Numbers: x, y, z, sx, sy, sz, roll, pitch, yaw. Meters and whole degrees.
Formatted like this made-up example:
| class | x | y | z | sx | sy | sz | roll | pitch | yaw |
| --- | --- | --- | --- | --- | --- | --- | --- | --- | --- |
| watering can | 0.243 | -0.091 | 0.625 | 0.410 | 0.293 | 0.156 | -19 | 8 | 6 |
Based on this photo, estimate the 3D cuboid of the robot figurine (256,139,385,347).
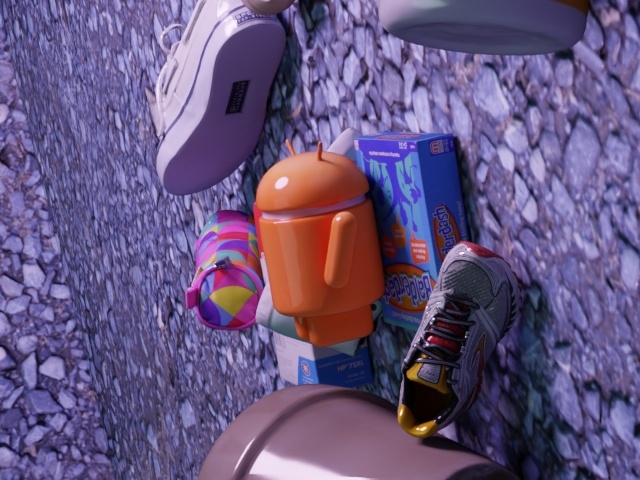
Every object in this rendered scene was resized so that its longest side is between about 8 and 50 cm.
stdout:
| class | x | y | z | sx | sy | sz | roll | pitch | yaw |
| --- | --- | --- | --- | --- | --- | --- | --- | --- | --- |
| robot figurine | 0.001 | 0.000 | 1.720 | 0.158 | 0.128 | 0.219 | -33 | -65 | -68 |

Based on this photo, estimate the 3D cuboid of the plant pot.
| class | x | y | z | sx | sy | sz | roll | pitch | yaw |
| --- | --- | --- | --- | --- | --- | --- | --- | --- | --- |
| plant pot | 0.068 | 0.313 | 1.673 | 0.280 | 0.323 | 0.323 | -4 | 99 | 53 |

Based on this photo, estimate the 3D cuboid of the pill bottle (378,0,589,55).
| class | x | y | z | sx | sy | sz | roll | pitch | yaw |
| --- | --- | --- | --- | --- | --- | --- | --- | --- | --- |
| pill bottle | 0.134 | -0.290 | 1.230 | 0.162 | 0.162 | 0.278 | 177 | 98 | -69 |

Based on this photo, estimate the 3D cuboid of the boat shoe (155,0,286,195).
| class | x | y | z | sx | sy | sz | roll | pitch | yaw |
| --- | --- | --- | --- | --- | --- | --- | --- | --- | --- |
| boat shoe | -0.155 | -0.217 | 2.109 | 0.156 | 0.136 | 0.367 | 65 | 153 | 28 |

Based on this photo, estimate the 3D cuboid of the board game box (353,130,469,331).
| class | x | y | z | sx | sy | sz | roll | pitch | yaw |
| --- | --- | --- | --- | --- | --- | --- | --- | --- | --- |
| board game box | 0.102 | -0.009 | 1.700 | 0.160 | 0.047 | 0.210 | -170 | 68 | -67 |

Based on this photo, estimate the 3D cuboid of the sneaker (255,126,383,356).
| class | x | y | z | sx | sy | sz | roll | pitch | yaw |
| --- | --- | --- | --- | --- | --- | --- | --- | --- | --- |
| sneaker | 0.039 | 0.007 | 1.845 | 0.094 | 0.151 | 0.256 | -34 | -34 | -75 |

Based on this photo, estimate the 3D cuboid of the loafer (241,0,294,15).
| class | x | y | z | sx | sy | sz | roll | pitch | yaw |
| --- | --- | --- | --- | --- | --- | --- | --- | --- | --- |
| loafer | -0.067 | -0.389 | 1.848 | 0.092 | 0.102 | 0.268 | 27 | 136 | 62 |

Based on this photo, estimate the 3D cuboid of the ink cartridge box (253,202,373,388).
| class | x | y | z | sx | sy | sz | roll | pitch | yaw |
| --- | --- | --- | --- | --- | --- | --- | --- | --- | --- |
| ink cartridge box | -0.011 | 0.063 | 1.984 | 0.134 | 0.078 | 0.231 | -166 | 65 | -66 |

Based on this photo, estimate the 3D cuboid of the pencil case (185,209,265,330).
| class | x | y | z | sx | sy | sz | roll | pitch | yaw |
| --- | --- | --- | --- | --- | --- | --- | --- | --- | --- |
| pencil case | -0.121 | 0.037 | 2.117 | 0.236 | 0.104 | 0.104 | -91 | -4 | -72 |

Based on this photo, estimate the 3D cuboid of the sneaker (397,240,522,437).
| class | x | y | z | sx | sy | sz | roll | pitch | yaw |
| --- | --- | --- | --- | --- | --- | --- | --- | --- | --- |
| sneaker | 0.132 | 0.103 | 1.575 | 0.088 | 0.093 | 0.225 | 23 | 123 | 19 |
